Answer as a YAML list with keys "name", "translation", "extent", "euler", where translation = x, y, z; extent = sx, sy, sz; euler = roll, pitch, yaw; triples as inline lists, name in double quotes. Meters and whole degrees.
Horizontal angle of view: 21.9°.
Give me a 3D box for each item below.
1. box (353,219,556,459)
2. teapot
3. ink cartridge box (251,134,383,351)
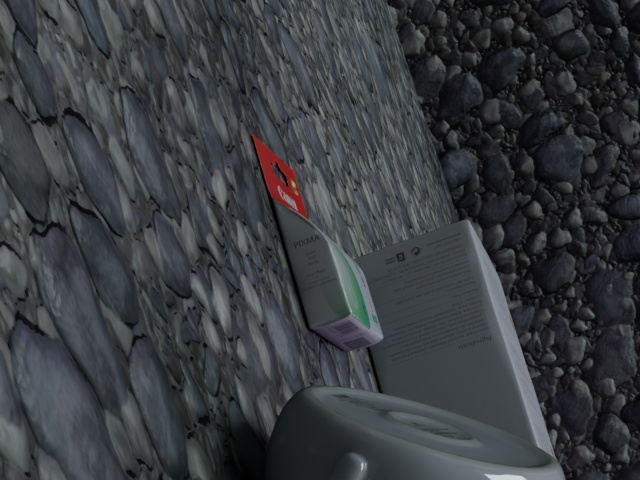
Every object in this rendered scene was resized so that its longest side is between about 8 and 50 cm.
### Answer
- name: "box"
  translation: [0.176, 0.185, 2.084]
  extent: [0.215, 0.168, 0.345]
  euler: [53, 19, -62]
- name: "teapot"
  translation: [0.059, 0.230, 1.283]
  extent: [0.252, 0.256, 0.187]
  euler: [-152, -102, -73]
- name: "ink cartridge box"
  translation: [0.000, 0.000, 1.806]
  extent: [0.181, 0.056, 0.224]
  euler: [40, 34, -73]
